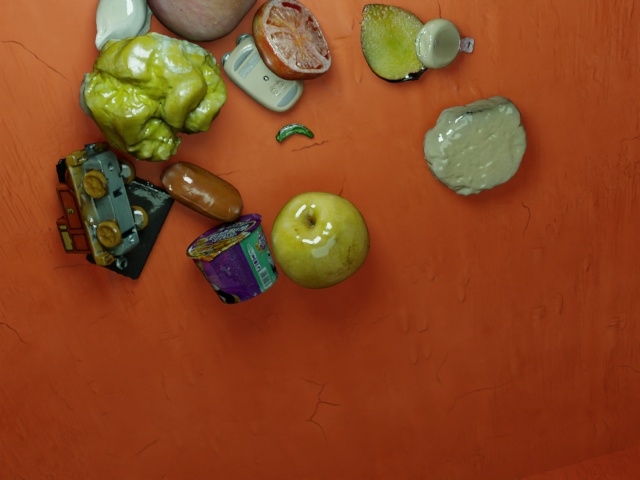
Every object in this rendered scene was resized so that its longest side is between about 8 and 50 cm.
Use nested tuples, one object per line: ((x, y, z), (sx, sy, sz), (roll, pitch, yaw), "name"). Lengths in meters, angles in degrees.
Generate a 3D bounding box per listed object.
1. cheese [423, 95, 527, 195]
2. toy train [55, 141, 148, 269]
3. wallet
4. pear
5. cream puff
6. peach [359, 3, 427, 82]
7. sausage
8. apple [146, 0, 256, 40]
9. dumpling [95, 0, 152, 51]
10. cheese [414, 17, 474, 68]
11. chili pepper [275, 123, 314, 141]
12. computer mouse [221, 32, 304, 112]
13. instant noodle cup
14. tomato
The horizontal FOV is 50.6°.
((0.478, -0.295, 2.076), (0.318, 0.115, 0.326), (20, 112, -22), "cheese")
((-0.633, -0.088, 1.908), (0.232, 0.163, 0.368), (-3, 110, 20), "toy train")
((-0.574, -0.038, 2.040), (0.171, 0.044, 0.321), (22, 114, -19), "wallet")
((0.000, 0.000, 2.038), (0.315, 0.314, 0.314), (-5, 121, -9), "pear")
((-0.420, -0.344, 1.719), (0.379, 0.378, 0.275), (-2, 84, -11), "cream puff")
((0.193, -0.554, 1.877), (0.189, 0.068, 0.279), (-45, 125, 3), "peach")
((-0.344, -0.141, 1.981), (0.258, 0.133, 0.133), (30, 110, -25), "sausage")
((-0.277, -0.610, 1.615), (0.235, 0.305, 0.305), (36, 107, -25), "apple")
((-0.484, -0.571, 1.711), (0.151, 0.124, 0.228), (6, 117, -59), "dumpling")
((0.356, -0.549, 1.893), (0.228, 0.064, 0.137), (-13, 120, -41), "cheese")
((-0.077, -0.321, 1.989), (0.118, 0.035, 0.055), (-10, 135, -17), "chili pepper")
((-0.155, -0.457, 1.860), (0.237, 0.082, 0.145), (34, 108, -25), "computer mouse")
((-0.249, 0.062, 2.028), (0.251, 0.251, 0.190), (-24, 110, 2), "instant noodle cup")
((-0.084, -0.517, 1.785), (0.237, 0.236, 0.095), (32, 145, -26), "tomato")
